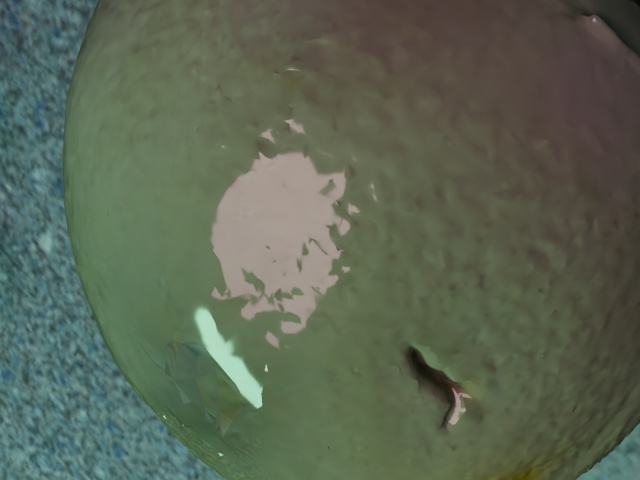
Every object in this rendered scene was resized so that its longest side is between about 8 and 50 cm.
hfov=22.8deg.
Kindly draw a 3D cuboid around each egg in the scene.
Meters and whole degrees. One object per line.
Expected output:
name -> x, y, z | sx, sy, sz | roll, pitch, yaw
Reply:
egg -> 0.000, 0.000, 0.712 | 0.337, 0.201, 0.337 | 18, 133, 21
